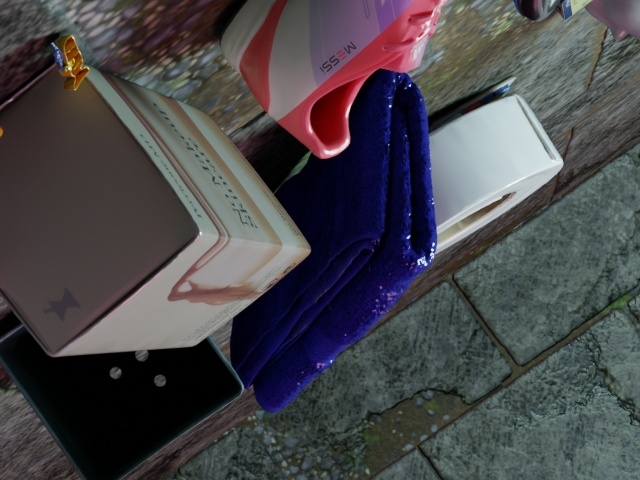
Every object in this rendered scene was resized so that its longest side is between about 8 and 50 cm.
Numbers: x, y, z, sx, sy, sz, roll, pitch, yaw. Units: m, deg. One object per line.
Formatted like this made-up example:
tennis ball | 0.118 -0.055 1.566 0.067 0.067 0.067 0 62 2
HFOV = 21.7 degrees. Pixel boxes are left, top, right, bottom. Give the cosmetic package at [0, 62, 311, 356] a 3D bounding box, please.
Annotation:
cosmetic package | -0.127 -0.016 1.151 0.129 0.153 0.296 -39 172 9

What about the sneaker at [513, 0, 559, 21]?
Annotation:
sneaker | 0.220 -0.228 1.273 0.188 0.078 0.067 -40 170 30

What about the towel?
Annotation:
towel | 0.000 0.000 1.588 0.076 0.228 0.308 14 143 -25

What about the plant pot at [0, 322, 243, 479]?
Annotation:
plant pot | -0.183 0.114 1.595 0.165 0.166 0.234 -35 180 -1

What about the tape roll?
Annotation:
tape roll | 0.145 -0.058 1.986 0.286 0.100 0.286 -30 172 -5

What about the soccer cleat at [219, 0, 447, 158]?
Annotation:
soccer cleat | 0.052 -0.178 1.069 0.108 0.116 0.318 -24 166 -45

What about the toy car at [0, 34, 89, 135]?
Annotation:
toy car | -0.194 -0.086 0.969 0.122 0.060 0.040 -49 136 -39

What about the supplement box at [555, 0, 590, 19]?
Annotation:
supplement box | 0.240 -0.255 1.531 0.083 0.056 0.083 -37 171 6

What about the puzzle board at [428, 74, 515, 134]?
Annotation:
puzzle board | 0.167 -0.144 1.970 0.128 0.011 0.096 -31 169 -24

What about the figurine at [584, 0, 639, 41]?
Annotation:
figurine | 0.417 -0.242 1.752 0.215 0.209 0.092 -37 170 14
